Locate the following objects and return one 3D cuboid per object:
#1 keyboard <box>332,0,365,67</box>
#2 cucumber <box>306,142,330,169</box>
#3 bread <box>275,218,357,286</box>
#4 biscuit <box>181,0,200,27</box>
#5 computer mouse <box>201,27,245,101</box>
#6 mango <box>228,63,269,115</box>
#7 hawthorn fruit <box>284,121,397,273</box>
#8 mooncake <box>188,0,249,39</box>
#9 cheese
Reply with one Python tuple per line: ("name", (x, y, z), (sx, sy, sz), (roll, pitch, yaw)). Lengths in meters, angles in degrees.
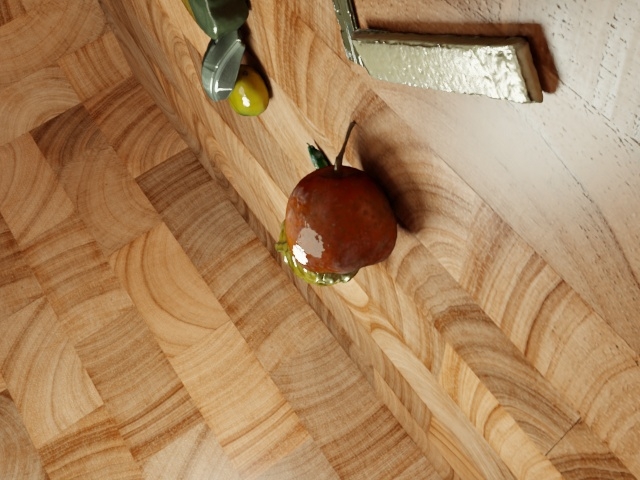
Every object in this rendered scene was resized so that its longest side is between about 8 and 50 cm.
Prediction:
("keyboard", (0.048, -0.345, 1.125), (0.049, 0.015, 0.129), (39, 159, 41))
("cucumber", (0.008, -0.172, 1.666), (0.155, 0.037, 0.037), (57, 168, -3))
("bread", (-0.002, 0.006, 1.794), (0.238, 0.196, 0.252), (56, 165, -1))
("biscuit", (-0.330, -0.659, 1.728), (0.317, 0.040, 0.318), (54, 169, 16))
("computer mouse", (-0.245, -0.443, 1.675), (0.231, 0.071, 0.126), (-63, 37, 40))
("mango", (-0.199, -0.389, 1.794), (0.137, 0.091, 0.237), (68, 164, -16))
("hawthorn fruit", (0.029, -0.046, 1.435), (0.263, 0.235, 0.231), (54, 166, 3))
("mooncake", (-0.235, -0.537, 1.526), (0.175, 0.104, 0.168), (56, 171, 13))
("cheese", (0.152, -0.241, 0.935), (0.400, 0.034, 0.085), (37, 156, 59))
